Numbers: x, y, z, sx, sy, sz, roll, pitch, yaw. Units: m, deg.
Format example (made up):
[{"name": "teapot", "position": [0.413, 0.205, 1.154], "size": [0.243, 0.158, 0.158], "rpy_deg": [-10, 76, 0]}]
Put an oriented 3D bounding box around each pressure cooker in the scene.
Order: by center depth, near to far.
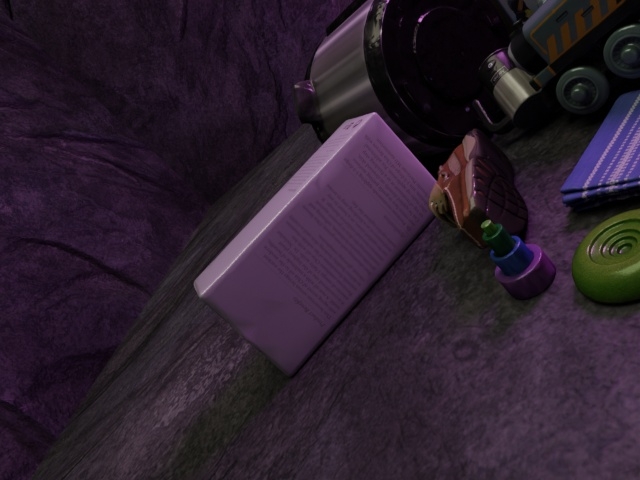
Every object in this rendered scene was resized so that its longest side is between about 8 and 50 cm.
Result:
[{"name": "pressure cooker", "position": [0.161, -0.350, 1.236], "size": [0.375, 0.370, 0.420], "rpy_deg": [-63, 21, -16]}]

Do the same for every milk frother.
[{"name": "milk frother", "position": [0.377, -0.267, 1.027], "size": [0.129, 0.143, 0.134], "rpy_deg": [115, 143, -46]}]

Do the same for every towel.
[{"name": "towel", "position": [0.468, -0.142, 0.633], "size": [0.243, 0.040, 0.336], "rpy_deg": [-51, 19, -24]}]

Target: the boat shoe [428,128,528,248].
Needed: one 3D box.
[{"name": "boat shoe", "position": [0.239, -0.069, 0.865], "size": [0.120, 0.122, 0.324], "rpy_deg": [-42, 9, 29]}]

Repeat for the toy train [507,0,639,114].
[{"name": "toy train", "position": [0.426, -0.330, 0.788], "size": [0.142, 0.190, 0.334], "rpy_deg": [-41, -1, -33]}]

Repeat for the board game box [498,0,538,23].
[{"name": "board game box", "position": [0.449, -0.422, 0.845], "size": [0.308, 0.302, 0.086], "rpy_deg": [-21, 29, 51]}]

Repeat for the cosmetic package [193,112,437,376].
[{"name": "cosmetic package", "position": [0.000, 0.000, 1.045], "size": [0.453, 0.230, 0.161], "rpy_deg": [-47, 17, -8]}]

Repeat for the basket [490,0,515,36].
[{"name": "basket", "position": [0.451, -0.505, 1.155], "size": [0.204, 0.227, 0.154], "rpy_deg": [-34, 21, 35]}]

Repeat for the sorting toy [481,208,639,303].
[{"name": "sorting toy", "position": [0.313, -0.024, 0.556], "size": [0.365, 0.126, 0.127], "rpy_deg": [-20, 31, 52]}]
